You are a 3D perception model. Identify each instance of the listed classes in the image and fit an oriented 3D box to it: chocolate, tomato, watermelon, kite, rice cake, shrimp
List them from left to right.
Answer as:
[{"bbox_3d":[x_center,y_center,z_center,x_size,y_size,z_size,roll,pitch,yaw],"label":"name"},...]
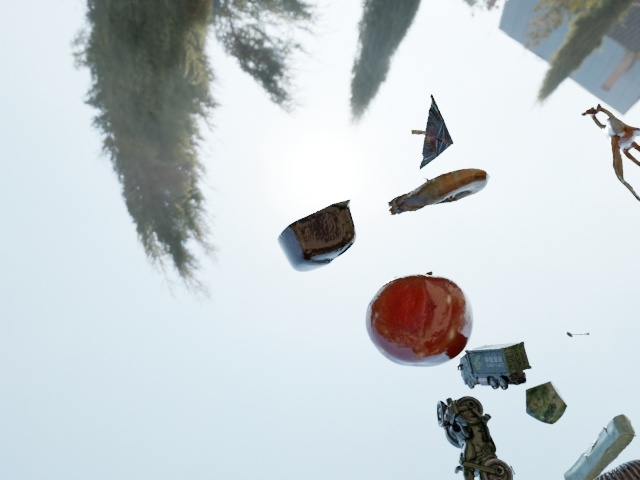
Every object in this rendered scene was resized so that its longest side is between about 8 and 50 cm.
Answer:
[{"bbox_3d":[0.000,0.000,0.844,0.080,0.148,0.125,63,-165,8],"label":"chocolate"},{"bbox_3d":[0.309,0.247,1.600,0.324,0.293,0.290,-8,-115,21],"label":"tomato"},{"bbox_3d":[0.268,-0.253,1.230,0.010,0.190,0.159,-9,-151,-29],"label":"kite"},{"bbox_3d":[0.278,-0.113,1.213,0.150,0.248,0.068,40,-141,-63],"label":"shrimp"},{"bbox_3d":[0.518,0.372,1.168,0.072,0.084,0.093,-2,-110,-53],"label":"watermelon"},{"bbox_3d":[0.837,0.644,1.530,0.062,0.337,0.066,9,-146,-7],"label":"rice cake"}]

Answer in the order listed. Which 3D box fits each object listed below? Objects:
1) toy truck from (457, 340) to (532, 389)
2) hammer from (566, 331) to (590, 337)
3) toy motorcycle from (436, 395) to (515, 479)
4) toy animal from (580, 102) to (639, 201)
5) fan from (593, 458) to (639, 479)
[{"bbox_3d":[0.508,0.374,1.513,0.088,0.259,0.121,-10,-101,-19],"label":"toy truck"},{"bbox_3d":[0.897,0.327,1.774,0.029,0.123,0.014,38,-102,3],"label":"hammer"},{"bbox_3d":[0.385,0.534,1.334,0.127,0.205,0.275,-8,-133,-6],"label":"toy motorcycle"},{"bbox_3d":[0.885,-0.292,1.451,0.302,0.225,0.284,44,-156,5],"label":"toy animal"},{"bbox_3d":[0.533,0.498,0.958,0.130,0.244,0.074,9,-142,-33],"label":"fan"}]
